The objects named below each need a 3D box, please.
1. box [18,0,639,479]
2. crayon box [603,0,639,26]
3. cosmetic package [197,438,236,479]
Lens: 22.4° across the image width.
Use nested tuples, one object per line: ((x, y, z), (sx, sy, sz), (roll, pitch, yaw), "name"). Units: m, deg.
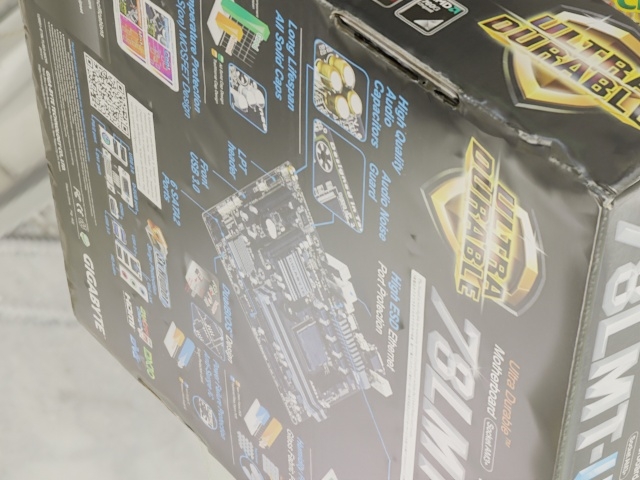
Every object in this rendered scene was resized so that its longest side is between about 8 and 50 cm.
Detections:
((0.000, 0.000, 0.598), (0.293, 0.073, 0.295), (38, 147, 32), "box")
((0.363, -0.169, 1.683), (0.278, 0.165, 0.081), (7, 152, 7), "crayon box")
((0.064, 0.073, 0.864), (0.230, 0.161, 0.453), (-15, 92, 27), "cosmetic package")
